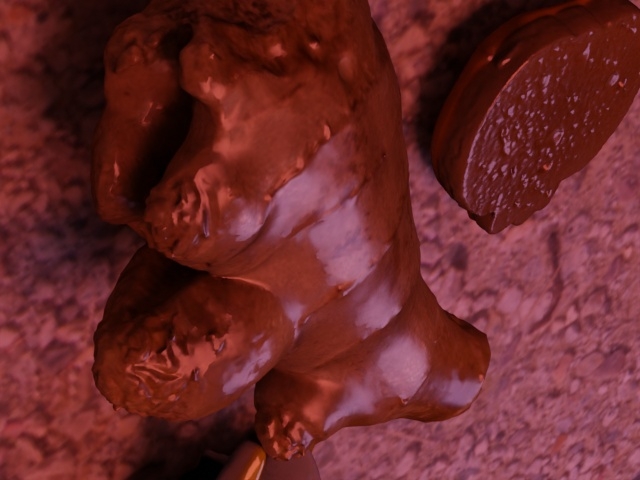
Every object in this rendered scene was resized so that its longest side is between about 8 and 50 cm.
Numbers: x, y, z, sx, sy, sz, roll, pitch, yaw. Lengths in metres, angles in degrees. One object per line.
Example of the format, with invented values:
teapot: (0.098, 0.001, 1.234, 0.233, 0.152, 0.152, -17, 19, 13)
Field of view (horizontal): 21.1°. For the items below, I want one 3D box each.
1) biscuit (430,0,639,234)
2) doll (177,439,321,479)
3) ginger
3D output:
biscuit: (0.131, -0.083, 1.077, 0.170, 0.050, 0.170, -32, 146, -24)
doll: (-0.082, 0.225, 1.067, 0.145, 0.103, 0.316, 10, 118, -53)
ginger: (-0.005, 0.018, 0.898, 0.375, 0.166, 0.236, 60, 33, -33)
